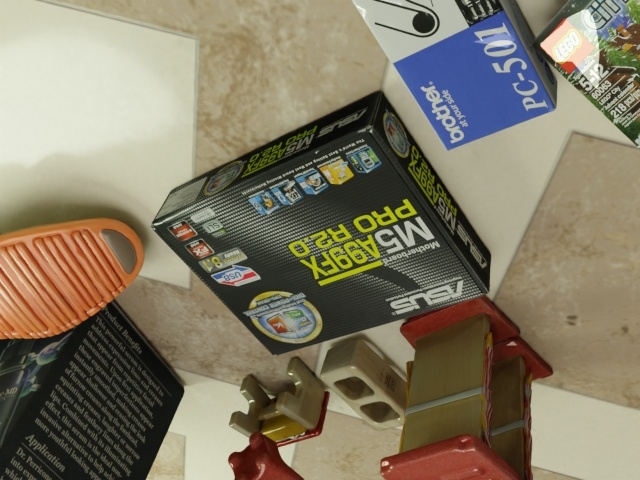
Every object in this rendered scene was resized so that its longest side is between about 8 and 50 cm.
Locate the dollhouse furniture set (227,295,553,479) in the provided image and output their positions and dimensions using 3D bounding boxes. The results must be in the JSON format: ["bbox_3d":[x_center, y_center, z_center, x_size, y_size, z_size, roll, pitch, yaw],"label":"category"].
[{"bbox_3d":[0.062,0.226,0.828,0.374,0.201,0.152,-26,120,33],"label":"dollhouse furniture set"}]

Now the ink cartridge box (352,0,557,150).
[{"bbox_3d":[0.092,-0.173,0.560,0.097,0.046,0.207,-19,124,32],"label":"ink cartridge box"}]

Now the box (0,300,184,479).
[{"bbox_3d":[-0.392,0.281,0.879,0.293,0.395,0.212,-13,126,25],"label":"box"}]

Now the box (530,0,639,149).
[{"bbox_3d":[0.261,-0.150,0.455,0.159,0.044,0.233,45,147,5],"label":"box"}]

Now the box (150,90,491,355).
[{"bbox_3d":[0.000,0.000,0.737,0.270,0.060,0.216,-20,123,31],"label":"box"}]

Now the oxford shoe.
[{"bbox_3d":[-0.368,0.044,0.858,0.364,0.132,0.130,-19,115,8],"label":"oxford shoe"}]
